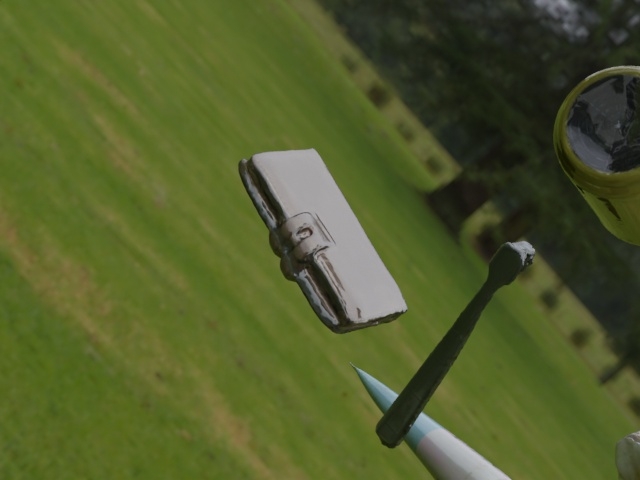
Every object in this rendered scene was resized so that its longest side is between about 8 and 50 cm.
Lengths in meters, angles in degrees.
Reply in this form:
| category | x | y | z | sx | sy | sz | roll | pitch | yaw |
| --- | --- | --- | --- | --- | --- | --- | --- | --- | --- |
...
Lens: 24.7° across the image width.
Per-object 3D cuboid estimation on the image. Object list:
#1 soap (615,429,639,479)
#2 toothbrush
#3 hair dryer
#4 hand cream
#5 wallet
| category | x | y | z | sx | sy | sz | roll | pitch | yaw |
| --- | --- | --- | --- | --- | --- | --- | --- | --- | --- |
| soap | 0.388 | 0.213 | 0.965 | 0.335 | 0.156 | 0.293 | -16 | 87 | -34 |
| toothbrush | 0.122 | 0.103 | 1.382 | 0.031 | 0.297 | 0.030 | -18 | 59 | -42 |
| hair dryer | 0.274 | -0.121 | 0.947 | 0.090 | 0.279 | 0.135 | 49 | 6 | 28 |
| hand cream | 0.137 | 0.253 | 1.743 | 0.312 | 0.070 | 0.111 | 37 | -11 | 48 |
| wallet | 0.000 | 0.000 | 1.101 | 0.118 | 0.039 | 0.152 | -4 | 63 | -62 |
